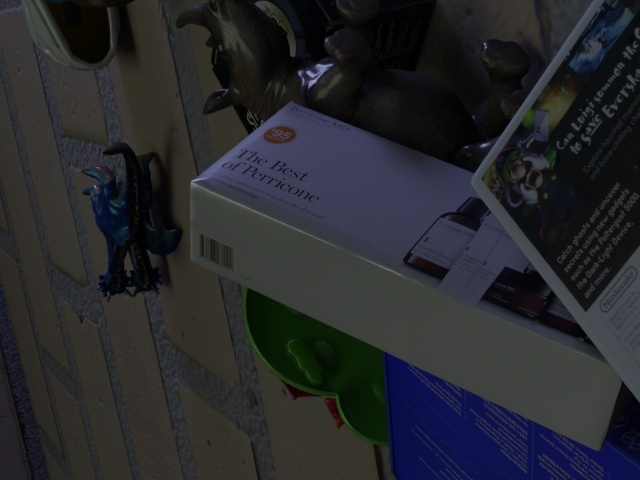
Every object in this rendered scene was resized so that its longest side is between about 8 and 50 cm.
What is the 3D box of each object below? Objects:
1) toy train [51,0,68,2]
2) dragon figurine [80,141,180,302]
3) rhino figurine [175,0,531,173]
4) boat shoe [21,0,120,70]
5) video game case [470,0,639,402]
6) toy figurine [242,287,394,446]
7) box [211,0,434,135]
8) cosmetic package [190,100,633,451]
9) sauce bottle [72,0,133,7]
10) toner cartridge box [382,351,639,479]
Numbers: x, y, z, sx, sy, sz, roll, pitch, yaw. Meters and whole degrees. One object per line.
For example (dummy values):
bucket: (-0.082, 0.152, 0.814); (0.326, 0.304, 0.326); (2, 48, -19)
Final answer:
toy train: (-0.285, -0.319, 1.074); (0.248, 0.105, 0.143); (42, 154, -3)
dragon figurine: (-0.215, -0.017, 1.434); (0.144, 0.085, 0.289); (70, 158, 10)
rhino figurine: (0.017, -0.084, 0.727); (0.243, 0.073, 0.106); (23, 138, 16)
boat shoe: (-0.290, -0.349, 1.322); (0.156, 0.136, 0.367); (34, 139, 58)
video game case: (0.159, -0.038, 0.515); (0.190, 0.022, 0.173); (-58, 47, 31)
toy figurine: (0.017, 0.091, 0.944); (0.173, 0.130, 0.159); (57, 166, 16)
box: (-0.007, -0.140, 0.860); (0.147, 0.078, 0.180); (60, 154, 29)
cosmetic package: (0.057, 0.009, 0.641); (0.239, 0.099, 0.060); (23, 131, 22)
sauce bottle: (-0.193, -0.372, 1.107); (0.111, 0.111, 0.344); (58, 152, 34)
toner cartridge box: (0.149, 0.138, 0.683); (0.348, 0.075, 0.165); (39, 141, 55)
